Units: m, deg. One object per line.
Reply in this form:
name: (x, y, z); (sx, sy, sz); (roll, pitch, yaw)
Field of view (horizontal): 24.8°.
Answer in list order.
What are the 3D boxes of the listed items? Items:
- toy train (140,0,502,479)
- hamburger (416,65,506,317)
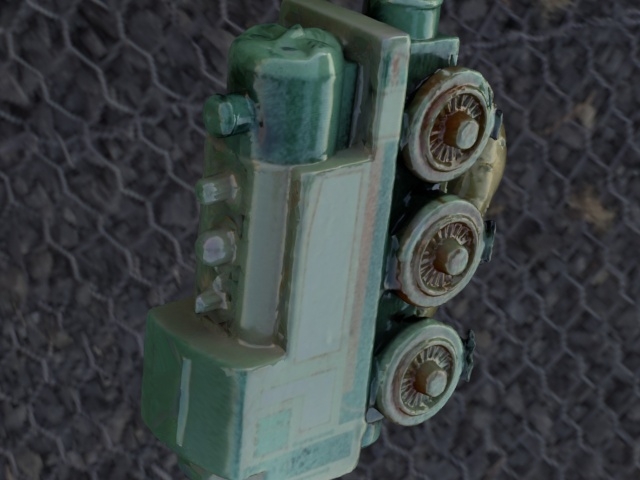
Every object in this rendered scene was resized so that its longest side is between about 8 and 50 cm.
toy train: (0.000, 0.000, 0.544); (0.125, 0.081, 0.194); (-15, 121, -39)
hamburger: (0.043, -0.032, 1.298); (0.134, 0.265, 0.284); (7, 114, -43)
